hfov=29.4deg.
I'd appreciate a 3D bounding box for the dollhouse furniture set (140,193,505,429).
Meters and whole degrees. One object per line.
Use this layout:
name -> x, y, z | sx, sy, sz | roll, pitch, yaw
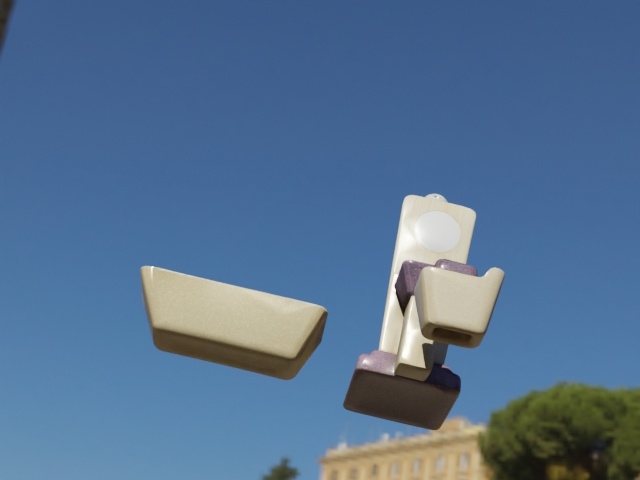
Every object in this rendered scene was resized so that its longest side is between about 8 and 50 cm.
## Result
dollhouse furniture set -> 0.000, 0.000, 0.413 | 0.114, 0.081, 0.091 | 13, -28, 1
